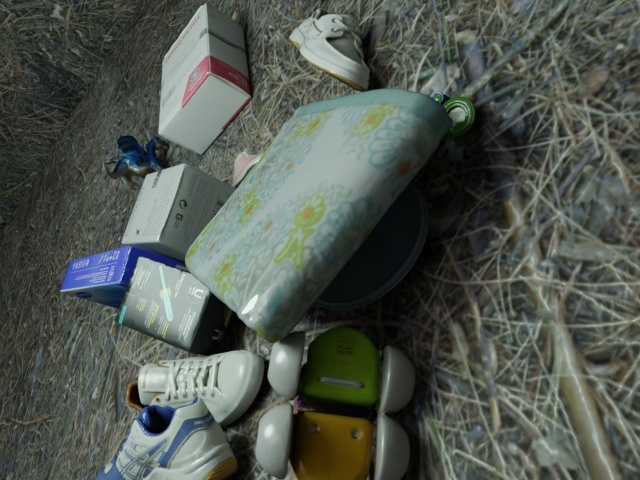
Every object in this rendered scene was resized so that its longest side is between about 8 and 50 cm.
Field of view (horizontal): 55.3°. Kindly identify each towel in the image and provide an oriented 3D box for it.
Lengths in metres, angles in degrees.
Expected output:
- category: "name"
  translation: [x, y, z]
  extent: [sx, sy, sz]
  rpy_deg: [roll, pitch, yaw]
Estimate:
- category: "towel"
  translation: [-0.029, -0.047, 0.806]
  extent: [0.320, 0.090, 0.374]
  rpy_deg: [-54, 23, -7]

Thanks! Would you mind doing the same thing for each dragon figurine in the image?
- category: "dragon figurine"
  translation: [-0.466, -0.197, 1.490]
  extent: [0.144, 0.289, 0.085]
  rpy_deg: [46, 115, 14]

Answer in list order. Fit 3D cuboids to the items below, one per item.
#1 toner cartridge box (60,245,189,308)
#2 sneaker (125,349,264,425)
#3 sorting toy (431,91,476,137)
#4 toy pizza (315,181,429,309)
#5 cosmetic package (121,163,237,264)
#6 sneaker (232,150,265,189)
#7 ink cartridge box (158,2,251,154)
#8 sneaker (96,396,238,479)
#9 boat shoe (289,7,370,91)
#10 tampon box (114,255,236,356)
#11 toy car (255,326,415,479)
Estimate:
- category: "toner cartridge box"
  translation: [-0.389, 0.086, 1.244]
  extent: [0.348, 0.165, 0.075]
  rpy_deg: [-10, 62, 51]
- category: "sneaker"
  translation: [-0.209, 0.233, 0.953]
  extent: [0.290, 0.123, 0.105]
  rpy_deg: [-29, 46, 39]
- category: "sorting toy"
  translation: [0.159, -0.154, 0.779]
  extent: [0.102, 0.042, 0.061]
  rpy_deg: [0, 85, 41]
- category: "toy pizza"
  translation: [0.055, 0.002, 0.800]
  extent: [0.201, 0.032, 0.201]
  rpy_deg: [-23, 48, 28]
- category: "cosmetic package"
  translation: [-0.251, -0.038, 1.146]
  extent: [0.184, 0.152, 0.151]
  rpy_deg: [-3, 66, 53]
- category: "sneaker"
  translation: [-0.120, -0.146, 1.127]
  extent: [0.134, 0.051, 0.070]
  rpy_deg: [-32, 51, 44]
- category: "ink cartridge box"
  translation: [-0.269, -0.374, 1.408]
  extent: [0.207, 0.117, 0.282]
  rpy_deg: [-41, 42, 32]
- category: "sneaker"
  translation: [-0.247, 0.314, 0.929]
  extent: [0.297, 0.112, 0.130]
  rpy_deg: [-25, 84, 33]
- category: "boat shoe"
  translation: [0.023, -0.329, 1.008]
  extent: [0.096, 0.098, 0.277]
  rpy_deg: [-54, 35, 17]
- category: "tampon box"
  translation: [-0.235, 0.111, 1.024]
  extent: [0.161, 0.101, 0.120]
  rpy_deg: [16, 82, 25]
- category: "toy car"
  translation: [0.015, 0.192, 0.684]
  extent: [0.136, 0.159, 0.181]
  rpy_deg: [101, 177, -67]
